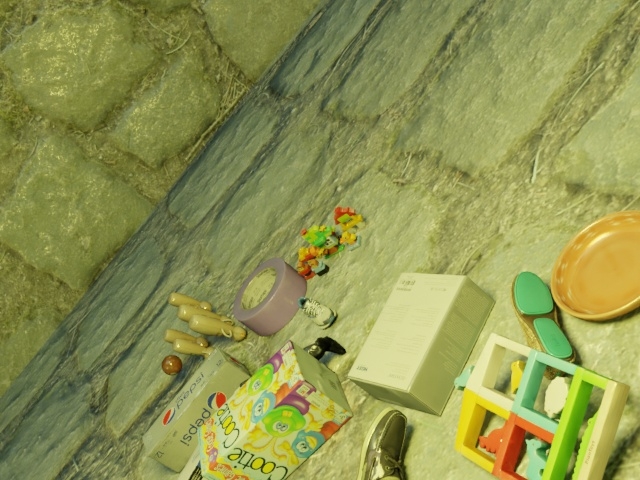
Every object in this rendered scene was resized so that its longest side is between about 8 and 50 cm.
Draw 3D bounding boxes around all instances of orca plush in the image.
[{"bbox_3d":[-0.064,0.309,1.605,0.287,0.102,0.151,-32,-15,14],"label":"orca plush"}]

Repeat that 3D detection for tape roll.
[{"bbox_3d":[-0.127,0.140,1.890,0.189,0.080,0.189,-36,30,25],"label":"tape roll"}]

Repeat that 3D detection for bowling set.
[{"bbox_3d":[-0.329,0.267,2.011,0.287,0.154,0.199,32,101,62],"label":"bowling set"}]

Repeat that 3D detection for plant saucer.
[{"bbox_3d":[0.451,0.042,1.162,0.200,0.037,0.200,-38,28,24],"label":"plant saucer"}]

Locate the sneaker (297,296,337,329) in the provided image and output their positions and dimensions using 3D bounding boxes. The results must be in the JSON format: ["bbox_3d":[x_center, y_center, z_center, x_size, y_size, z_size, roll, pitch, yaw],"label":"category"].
[{"bbox_3d":[-0.014,0.160,1.712,0.052,0.058,0.135,-55,27,-10],"label":"sneaker"}]

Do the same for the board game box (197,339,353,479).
[{"bbox_3d":[-0.095,0.358,1.483,0.275,0.142,0.144,-45,26,9],"label":"board game box"}]

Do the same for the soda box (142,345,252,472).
[{"bbox_3d":[-0.289,0.398,1.785,0.286,0.098,0.091,-51,27,-1],"label":"soda box"}]

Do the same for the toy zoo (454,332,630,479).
[{"bbox_3d":[0.290,0.250,1.080,0.293,0.030,0.192,17,90,62],"label":"toy zoo"}]

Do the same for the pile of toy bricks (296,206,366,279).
[{"bbox_3d":[0.000,0.000,1.844,0.212,0.105,0.118,-32,32,32],"label":"pile of toy bricks"}]

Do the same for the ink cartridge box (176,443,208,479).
[{"bbox_3d":[-0.237,0.495,1.578,0.046,0.097,0.207,0,55,58],"label":"ink cartridge box"}]

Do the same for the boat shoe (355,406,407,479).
[{"bbox_3d":[0.102,0.383,1.225,0.073,0.080,0.223,0,60,51],"label":"boat shoe"}]

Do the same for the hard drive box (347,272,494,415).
[{"bbox_3d":[0.177,0.178,1.354,0.181,0.089,0.232,0,54,58],"label":"hard drive box"}]

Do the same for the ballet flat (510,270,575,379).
[{"bbox_3d":[0.338,0.135,1.183,0.206,0.073,0.067,-90,3,-52],"label":"ballet flat"}]
